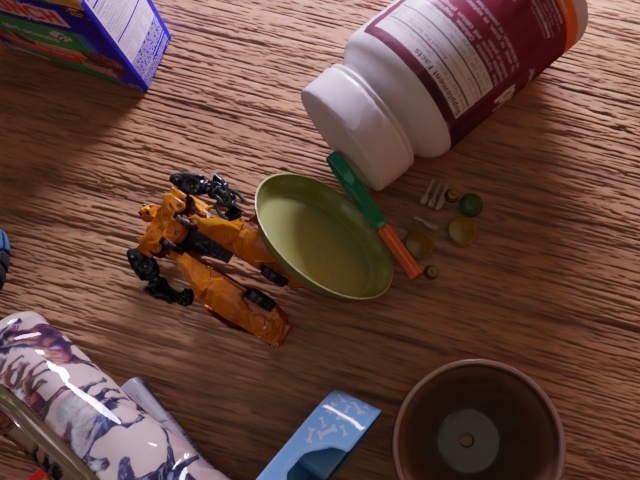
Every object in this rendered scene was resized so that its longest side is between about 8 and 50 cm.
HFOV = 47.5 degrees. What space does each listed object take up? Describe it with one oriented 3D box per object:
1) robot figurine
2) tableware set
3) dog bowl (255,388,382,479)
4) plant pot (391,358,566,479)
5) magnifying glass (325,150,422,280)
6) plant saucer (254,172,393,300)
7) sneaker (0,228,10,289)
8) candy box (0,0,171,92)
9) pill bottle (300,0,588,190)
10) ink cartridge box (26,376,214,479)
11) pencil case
[{"bbox_3d":[-0.149,0.027,1.106,0.291,0.085,0.211,32,94,7],"label":"robot figurine"},{"bbox_3d":[0.190,-0.014,1.141,0.103,0.024,0.154,22,80,3],"label":"tableware set"},{"bbox_3d":[-0.033,0.327,0.996,0.074,0.166,0.297,37,65,13],"label":"dog bowl"},{"bbox_3d":[0.218,0.290,1.040,0.237,0.110,0.238,-1,80,3],"label":"plant pot"},{"bbox_3d":[0.080,-0.039,1.111,0.026,0.092,0.231,-36,80,-2],"label":"magnifying glass"},{"bbox_3d":[0.000,0.000,1.068,0.241,0.241,0.037,47,123,9],"label":"plant saucer"},{"bbox_3d":[-0.609,0.111,1.101,0.139,0.125,0.341,29,80,12],"label":"sneaker"},{"bbox_3d":[-0.397,-0.361,1.077,0.268,0.317,0.122,19,81,6],"label":"candy box"},{"bbox_3d":[0.178,-0.267,1.084,0.392,0.224,0.224,-39,81,-5],"label":"pill bottle"},{"bbox_3d":[-0.302,0.350,1.080,0.232,0.066,0.189,-41,81,-9],"label":"ink cartridge box"},{"bbox_3d":[-0.308,0.271,0.977,0.410,0.183,0.160,38,88,10],"label":"pencil case"}]
